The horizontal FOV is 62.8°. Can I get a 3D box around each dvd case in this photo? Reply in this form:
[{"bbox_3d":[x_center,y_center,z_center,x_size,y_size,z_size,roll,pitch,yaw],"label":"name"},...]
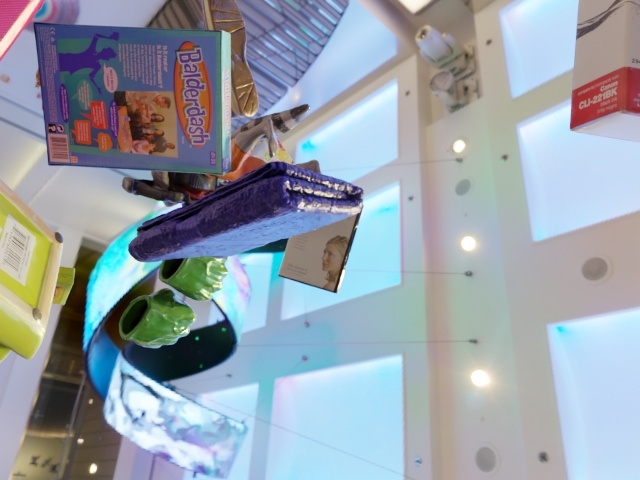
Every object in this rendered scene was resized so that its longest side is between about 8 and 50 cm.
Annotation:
[{"bbox_3d":[0.000,0.000,1.419,0.180,0.022,0.253,15,-95,23],"label":"dvd case"}]

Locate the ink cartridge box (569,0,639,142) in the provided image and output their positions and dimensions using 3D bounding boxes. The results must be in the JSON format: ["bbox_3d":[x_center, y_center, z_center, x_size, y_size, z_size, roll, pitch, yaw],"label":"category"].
[{"bbox_3d":[0.494,-0.293,0.773,0.114,0.197,0.273,163,-68,-78],"label":"ink cartridge box"}]

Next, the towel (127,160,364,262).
[{"bbox_3d":[-0.112,-0.038,0.801,0.308,0.228,0.076,-17,-98,31],"label":"towel"}]

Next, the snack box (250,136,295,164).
[{"bbox_3d":[-0.189,-0.243,1.789,0.070,0.174,0.207,-4,-138,44],"label":"snack box"}]

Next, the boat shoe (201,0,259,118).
[{"bbox_3d":[-0.266,-0.492,1.395,0.123,0.123,0.342,-1,-68,35],"label":"boat shoe"}]

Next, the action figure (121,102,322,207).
[{"bbox_3d":[-0.157,-0.140,0.936,0.330,0.341,0.178,4,-89,25],"label":"action figure"}]

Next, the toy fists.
[{"bbox_3d":[-0.318,0.121,1.165,0.279,0.142,0.096,-54,-132,3],"label":"toy fists"}]

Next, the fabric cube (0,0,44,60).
[{"bbox_3d":[-0.416,-0.155,0.384,0.254,0.259,0.258,10,-111,47],"label":"fabric cube"}]

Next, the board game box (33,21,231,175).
[{"bbox_3d":[-0.211,-0.162,0.608,0.047,0.210,0.160,-78,171,-73],"label":"board game box"}]

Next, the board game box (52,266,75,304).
[{"bbox_3d":[-0.629,0.084,1.111,0.092,0.181,0.043,-48,-139,39],"label":"board game box"}]

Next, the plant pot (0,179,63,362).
[{"bbox_3d":[-0.461,0.042,0.640,0.207,0.227,0.228,-19,-133,5],"label":"plant pot"}]

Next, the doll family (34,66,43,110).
[{"bbox_3d":[-0.569,-0.343,1.222,0.263,0.163,0.118,127,-29,-51],"label":"doll family"}]
